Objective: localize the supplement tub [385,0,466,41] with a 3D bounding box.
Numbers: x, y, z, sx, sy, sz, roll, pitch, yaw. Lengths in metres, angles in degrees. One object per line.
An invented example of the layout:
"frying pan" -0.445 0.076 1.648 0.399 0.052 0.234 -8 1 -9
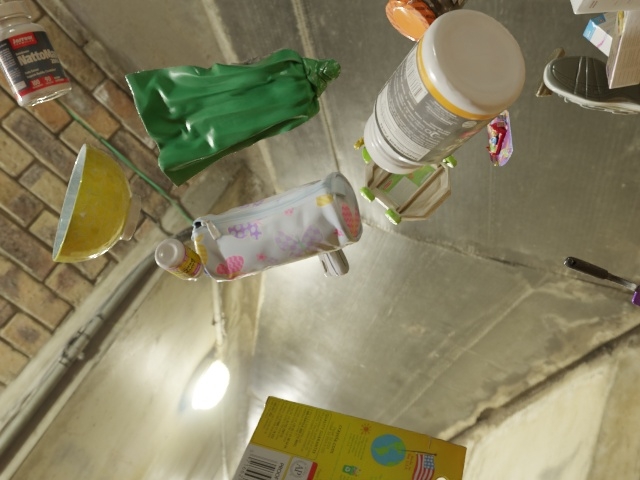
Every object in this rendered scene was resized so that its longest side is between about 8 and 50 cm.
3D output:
"supplement tub" 0.351 -0.768 1.651 0.207 0.338 0.207 35 174 4

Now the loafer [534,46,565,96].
"loafer" 0.684 -0.493 1.662 0.050 0.056 0.148 15 119 -7

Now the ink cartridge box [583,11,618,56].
"ink cartridge box" 0.748 -0.518 1.431 0.123 0.088 0.052 57 162 28

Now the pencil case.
"pencil case" -0.070 -0.021 0.905 0.272 0.114 0.124 -15 126 20

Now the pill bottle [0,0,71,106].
"pill bottle" -0.583 -0.368 1.116 0.107 0.108 0.180 -5 112 46

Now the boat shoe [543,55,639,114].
"boat shoe" 0.707 -0.382 1.432 0.320 0.118 0.103 7 170 -9

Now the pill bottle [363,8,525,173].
"pill bottle" 0.179 -0.217 0.897 0.162 0.162 0.278 33 158 -6

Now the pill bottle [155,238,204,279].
"pill bottle" -0.196 0.030 0.799 0.043 0.044 0.083 19 167 20

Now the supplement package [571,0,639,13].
"supplement package" 0.278 -0.244 0.406 0.179 0.105 0.105 -6 160 -3

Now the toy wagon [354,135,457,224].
"toy wagon" 0.247 -0.218 1.775 0.344 0.267 0.068 44 179 28

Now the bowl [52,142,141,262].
"bowl" -0.527 -0.074 1.361 0.155 0.290 0.289 15 160 -29

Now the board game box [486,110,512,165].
"board game box" 0.515 -0.304 1.671 0.033 0.169 0.133 -3 175 -11

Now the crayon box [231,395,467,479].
"crayon box" 0.036 0.364 0.818 0.318 0.202 0.081 9 134 19

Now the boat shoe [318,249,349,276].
"boat shoe" 0.000 0.000 1.512 0.075 0.083 0.227 -17 102 24

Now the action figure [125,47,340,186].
"action figure" -0.086 -0.153 0.622 0.232 0.064 0.137 -12 117 20

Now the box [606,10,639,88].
"box" 0.639 -0.427 1.151 0.067 0.063 0.324 -6 161 20

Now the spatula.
"spatula" 0.734 0.098 1.404 0.296 0.084 0.030 20 -168 -8
